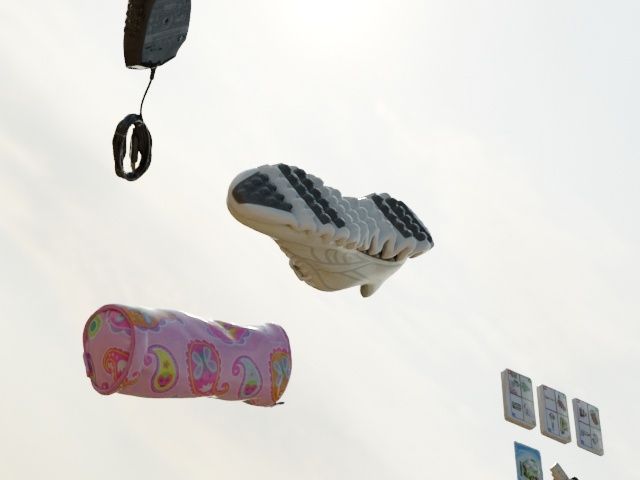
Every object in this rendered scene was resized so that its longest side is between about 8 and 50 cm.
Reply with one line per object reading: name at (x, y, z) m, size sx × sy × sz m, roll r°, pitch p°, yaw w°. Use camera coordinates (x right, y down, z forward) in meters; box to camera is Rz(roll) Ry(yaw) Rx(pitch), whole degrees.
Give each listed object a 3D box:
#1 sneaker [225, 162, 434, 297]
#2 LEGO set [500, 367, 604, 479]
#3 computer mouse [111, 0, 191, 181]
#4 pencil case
sneaker at (0.000, 0.000, 1.556) m, size 0.292 × 0.118 × 0.110 m, roll 16°, pitch 32°, yaw -47°
LEGO set at (0.304, 0.308, 1.895) m, size 0.182 × 0.244 × 0.060 m, roll 24°, pitch -43°, yaw -30°
computer mouse at (-0.182, -0.168, 1.466) m, size 0.041 × 0.071 × 0.242 m, roll 33°, pitch -57°, yaw 27°
pencil case at (-0.166, 0.152, 1.848) m, size 0.284 × 0.124 × 0.124 m, roll 11°, pitch 5°, yaw -44°
